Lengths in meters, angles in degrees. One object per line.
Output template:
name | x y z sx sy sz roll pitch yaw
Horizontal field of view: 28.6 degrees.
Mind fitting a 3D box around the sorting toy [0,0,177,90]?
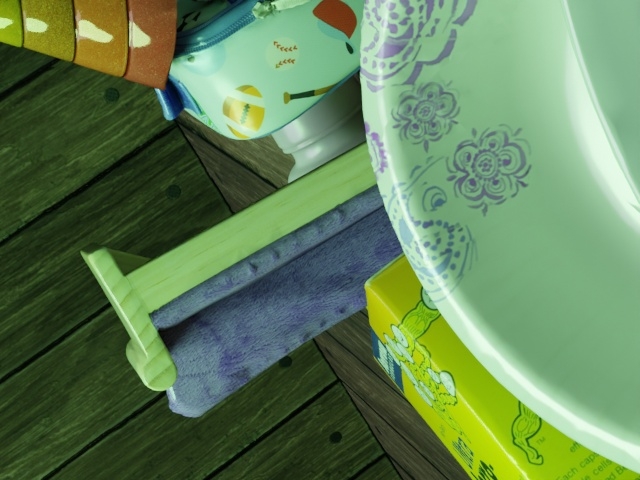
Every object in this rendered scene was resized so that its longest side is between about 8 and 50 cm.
sorting toy | -0.185 -0.262 0.781 0.127 0.126 0.365 136 123 -69

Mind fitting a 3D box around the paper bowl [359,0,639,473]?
paper bowl | 0.164 -0.056 0.482 0.284 0.148 0.284 22 125 35

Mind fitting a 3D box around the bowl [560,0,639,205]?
bowl | 0.182 -0.074 0.207 0.298 0.134 0.298 44 146 40

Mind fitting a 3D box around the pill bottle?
pill bottle | 0.053 -0.044 1.271 0.245 0.136 0.136 56 170 -13

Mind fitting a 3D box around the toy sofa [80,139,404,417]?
toy sofa | 0.000 0.000 1.022 0.177 0.362 0.150 62 169 -8

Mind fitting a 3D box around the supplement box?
supplement box | 0.217 0.139 0.955 0.356 0.195 0.194 51 170 20

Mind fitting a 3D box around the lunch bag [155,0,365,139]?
lunch bag | -0.044 -0.192 0.915 0.115 0.243 0.303 59 170 -29
